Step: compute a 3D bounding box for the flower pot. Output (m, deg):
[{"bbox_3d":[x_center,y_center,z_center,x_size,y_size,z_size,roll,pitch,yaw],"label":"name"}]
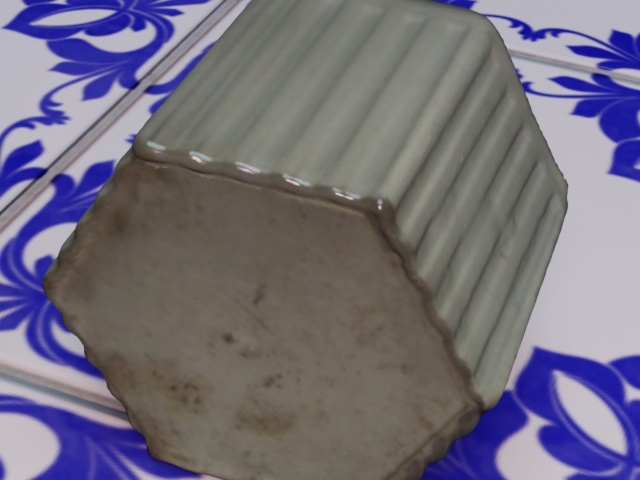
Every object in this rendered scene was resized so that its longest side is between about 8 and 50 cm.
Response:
[{"bbox_3d":[0.000,0.000,0.710,0.209,0.239,0.189,-12,27,31],"label":"flower pot"}]
